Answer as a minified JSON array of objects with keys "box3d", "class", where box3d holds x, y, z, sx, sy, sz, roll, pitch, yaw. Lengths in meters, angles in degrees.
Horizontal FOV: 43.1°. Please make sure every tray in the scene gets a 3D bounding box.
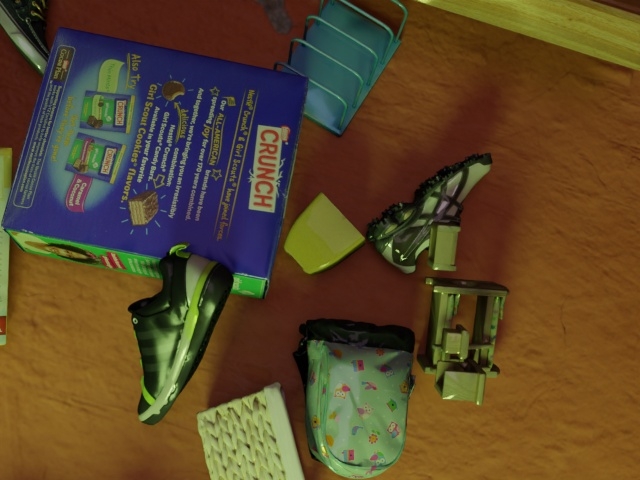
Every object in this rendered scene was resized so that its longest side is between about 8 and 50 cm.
[{"box3d":[0.243,-0.358,1.088,0.410,0.076,0.203,16,36,-1],"class":"tray"}]

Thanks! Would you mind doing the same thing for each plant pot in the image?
[{"box3d":[0.000,0.000,1.032,0.083,0.081,0.081,-43,84,-2],"class":"plant pot"}]

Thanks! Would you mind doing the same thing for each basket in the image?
[{"box3d":[-0.074,0.260,0.943,0.103,0.113,0.167,-14,78,-5],"class":"basket"}]

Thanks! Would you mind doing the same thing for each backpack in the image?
[{"box3d":[0.041,0.189,0.969,0.151,0.115,0.182,7,78,-7],"class":"backpack"}]

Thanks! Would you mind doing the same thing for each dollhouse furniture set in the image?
[{"box3d":[0.187,0.081,0.957,0.101,0.161,0.182,4,98,-5],"class":"dollhouse furniture set"}]

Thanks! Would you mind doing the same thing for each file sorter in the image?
[{"box3d":[0.026,-0.252,1.080,0.118,0.104,0.170,32,75,2],"class":"file sorter"}]

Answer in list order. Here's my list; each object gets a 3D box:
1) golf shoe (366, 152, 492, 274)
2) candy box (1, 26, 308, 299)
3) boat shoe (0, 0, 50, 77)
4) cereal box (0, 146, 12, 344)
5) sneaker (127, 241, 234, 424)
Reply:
[{"box3d":[0.157,-0.036,1.064,0.198,0.077,0.094,-37,93,-6],"class":"golf shoe"},{"box3d":[-0.193,-0.093,1.010,0.317,0.122,0.268,11,75,-2],"class":"candy box"},{"box3d":[-0.384,-0.302,1.071,0.083,0.065,0.183,-36,81,-11],"class":"boat shoe"},{"box3d":[-0.441,0.007,0.917,0.173,0.047,0.240,1,94,-50],"class":"cereal box"},{"box3d":[-0.180,0.104,0.943,0.097,0.084,0.235,27,111,2],"class":"sneaker"}]
